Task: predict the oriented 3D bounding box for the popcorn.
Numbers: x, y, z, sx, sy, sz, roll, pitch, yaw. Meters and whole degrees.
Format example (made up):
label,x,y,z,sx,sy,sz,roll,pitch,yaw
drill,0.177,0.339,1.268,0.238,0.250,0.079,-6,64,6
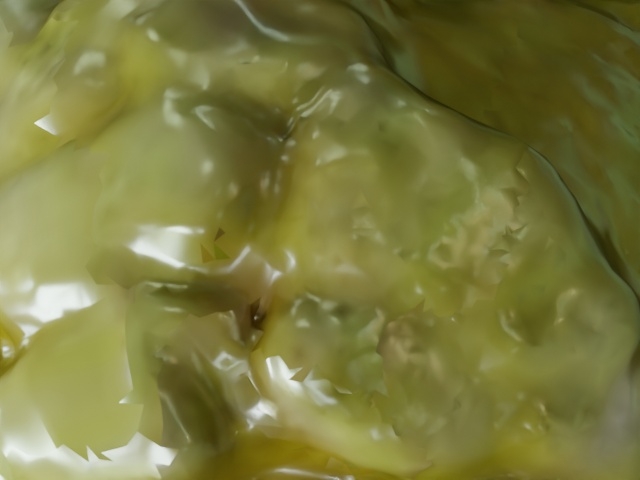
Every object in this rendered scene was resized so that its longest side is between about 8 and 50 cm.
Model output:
label,x,y,z,sx,sy,sz,roll,pitch,yaw
popcorn,-0.002,0.016,0.557,0.354,0.344,0.390,-18,37,28
